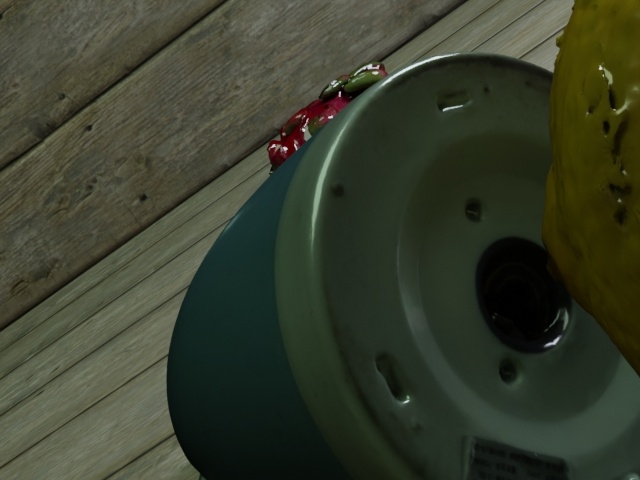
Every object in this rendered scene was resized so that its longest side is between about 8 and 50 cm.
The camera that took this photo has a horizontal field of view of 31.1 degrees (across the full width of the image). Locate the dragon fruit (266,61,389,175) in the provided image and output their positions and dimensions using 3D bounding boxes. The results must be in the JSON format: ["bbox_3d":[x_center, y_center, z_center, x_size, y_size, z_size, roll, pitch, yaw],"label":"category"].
[{"bbox_3d":[0.059,-0.119,1.419,0.198,0.219,0.273,14,33,24],"label":"dragon fruit"}]

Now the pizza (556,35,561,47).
[{"bbox_3d":[0.417,-0.304,1.346,0.257,0.087,0.268,-24,15,37],"label":"pizza"}]

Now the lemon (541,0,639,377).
[{"bbox_3d":[0.223,-0.034,0.428,0.293,0.293,0.293,-35,12,9],"label":"lemon"}]

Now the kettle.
[{"bbox_3d":[0.015,0.104,0.662,0.342,0.247,0.320,-33,36,55],"label":"kettle"}]
